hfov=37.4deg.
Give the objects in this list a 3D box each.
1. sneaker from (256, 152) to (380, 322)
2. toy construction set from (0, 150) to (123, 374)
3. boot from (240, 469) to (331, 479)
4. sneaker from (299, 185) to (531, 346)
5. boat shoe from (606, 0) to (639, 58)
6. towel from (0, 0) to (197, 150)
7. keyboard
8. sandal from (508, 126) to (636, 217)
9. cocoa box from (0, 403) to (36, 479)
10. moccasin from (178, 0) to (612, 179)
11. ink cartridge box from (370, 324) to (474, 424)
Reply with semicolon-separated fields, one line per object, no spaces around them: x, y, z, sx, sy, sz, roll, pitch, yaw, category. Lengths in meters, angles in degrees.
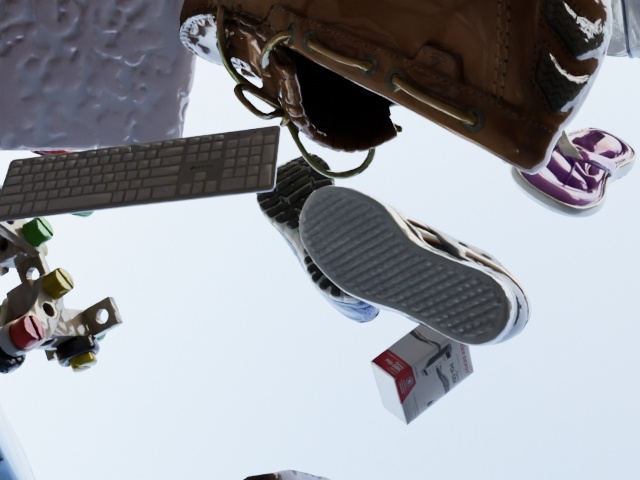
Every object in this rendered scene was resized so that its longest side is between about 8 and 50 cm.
0.000;0.000;1.441;0.129;0.147;0.330;-24;-130;-3;sneaker
-0.351;0.032;1.217;0.257;0.237;0.309;40;-81;29;toy construction set
0.027;0.274;0.680;0.090;0.248;0.207;-20;-116;20;boot
0.117;0.037;1.186;0.321;0.127;0.126;34;-77;31;sneaker
0.275;-0.301;0.913;0.088;0.267;0.096;3;-139;30;boat shoe
-0.265;-0.244;0.953;0.053;0.317;0.332;50;-45;46;towel
-0.159;-0.056;0.811;0.256;0.014;0.072;-6;-134;13;keyboard
0.438;-0.150;1.606;0.416;0.169;0.102;-32;147;-56;sandal
-0.426;0.224;0.941;0.228;0.347;0.231;-24;-133;-18;cocoa box
0.017;-0.118;0.640;0.380;0.139;0.147;21;-86;45;moccasin
0.146;0.178;1.334;0.135;0.099;0.056;-34;-140;-21;ink cartridge box
